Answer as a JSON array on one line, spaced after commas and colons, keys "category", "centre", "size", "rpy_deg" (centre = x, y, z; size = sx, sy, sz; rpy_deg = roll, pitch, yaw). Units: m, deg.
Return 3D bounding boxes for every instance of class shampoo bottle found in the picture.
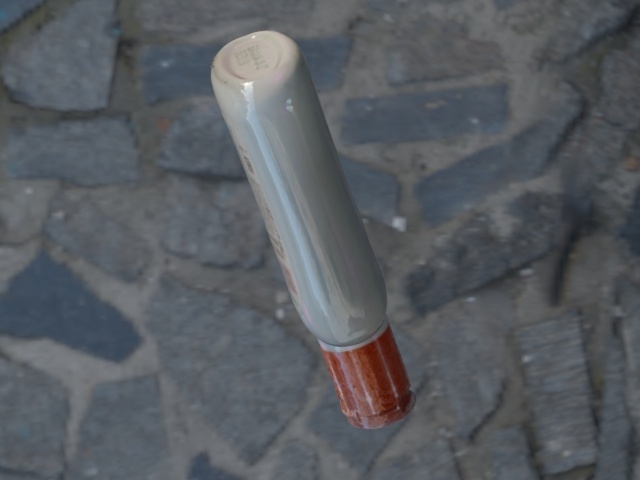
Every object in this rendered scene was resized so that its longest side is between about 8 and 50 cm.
[{"category": "shampoo bottle", "centre": [0.000, 0.000, 0.926], "size": [0.051, 0.108, 0.221], "rpy_deg": [-21, 113, -2]}]
